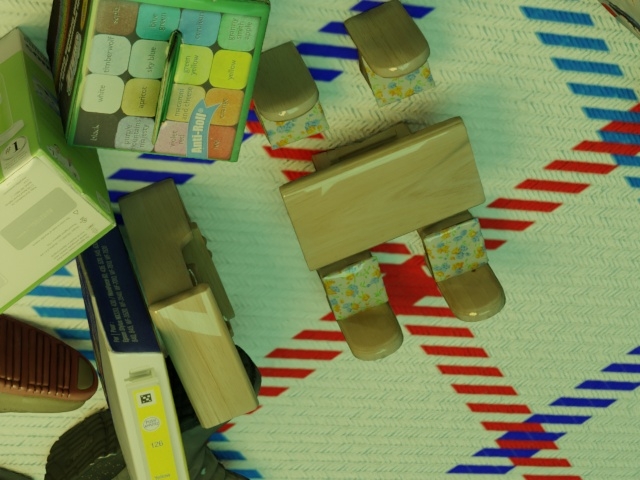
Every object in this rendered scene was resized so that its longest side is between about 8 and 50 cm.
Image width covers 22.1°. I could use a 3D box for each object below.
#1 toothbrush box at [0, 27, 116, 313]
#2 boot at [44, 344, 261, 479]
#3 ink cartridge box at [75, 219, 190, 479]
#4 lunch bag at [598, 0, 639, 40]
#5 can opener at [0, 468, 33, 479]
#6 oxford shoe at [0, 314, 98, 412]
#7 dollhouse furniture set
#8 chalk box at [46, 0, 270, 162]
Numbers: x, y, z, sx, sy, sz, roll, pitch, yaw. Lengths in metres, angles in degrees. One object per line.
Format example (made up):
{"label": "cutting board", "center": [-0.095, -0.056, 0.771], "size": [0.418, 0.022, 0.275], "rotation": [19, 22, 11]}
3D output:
{"label": "toothbrush box", "center": [-0.339, -0.062, 1.673], "size": [0.206, 0.283, 0.122], "rotation": [-37, 125, 8]}
{"label": "boot", "center": [-0.154, 0.260, 2.024], "size": [0.338, 0.118, 0.222], "rotation": [-30, 130, 29]}
{"label": "ink cartridge box", "center": [-0.217, 0.099, 1.797], "size": [0.072, 0.303, 0.307], "rotation": [-12, 124, -11]}
{"label": "lunch bag", "center": [0.469, -0.269, 1.759], "size": [0.385, 0.328, 0.239], "rotation": [5, 115, -21]}
{"label": "can opener", "center": [-0.458, 0.270, 1.971], "size": [0.280, 0.074, 0.093], "rotation": [29, 109, -29]}
{"label": "oxford shoe", "center": [-0.434, 0.160, 1.892], "size": [0.348, 0.123, 0.130], "rotation": [11, 122, -11]}
{"label": "dollhouse furniture set", "center": [0.000, 0.000, 1.828], "size": [0.394, 0.256, 0.362], "rotation": [-22, 125, -2]}
{"label": "chalk box", "center": [-0.162, -0.196, 1.637], "size": [0.179, 0.289, 0.180], "rotation": [5, 120, -19]}
